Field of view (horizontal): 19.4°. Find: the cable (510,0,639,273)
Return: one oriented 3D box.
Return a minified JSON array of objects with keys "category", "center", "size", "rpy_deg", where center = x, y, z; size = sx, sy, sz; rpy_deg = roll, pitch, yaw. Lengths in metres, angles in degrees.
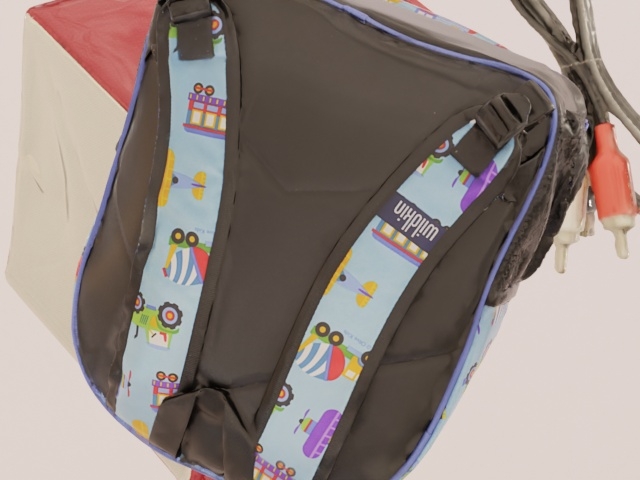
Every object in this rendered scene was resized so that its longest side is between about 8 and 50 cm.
[{"category":"cable","center":[0.211,-0.120,1.528],"size":[0.139,0.287,0.072],"rpy_deg":[-4,-174,36]}]

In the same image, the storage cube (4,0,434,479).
[{"category":"storage cube","center":[-0.029,-0.020,0.963],"size":[0.193,0.184,0.215],"rpy_deg":[-20,-131,-33]}]

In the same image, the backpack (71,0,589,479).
[{"category":"backpack","center":[0.000,0.000,0.667],"size":[0.158,0.173,0.117],"rpy_deg":[22,-168,13]}]
